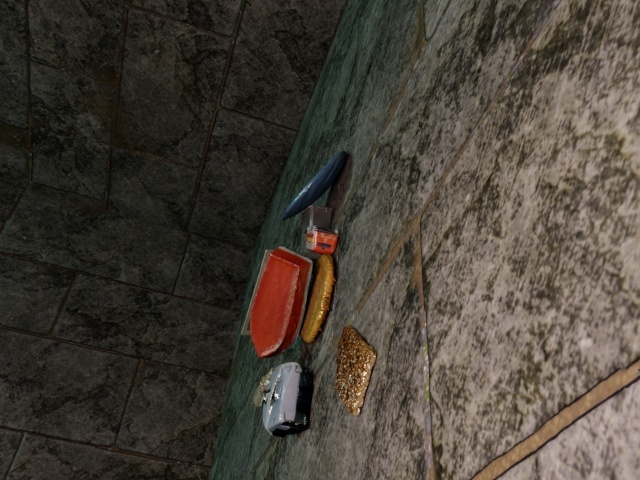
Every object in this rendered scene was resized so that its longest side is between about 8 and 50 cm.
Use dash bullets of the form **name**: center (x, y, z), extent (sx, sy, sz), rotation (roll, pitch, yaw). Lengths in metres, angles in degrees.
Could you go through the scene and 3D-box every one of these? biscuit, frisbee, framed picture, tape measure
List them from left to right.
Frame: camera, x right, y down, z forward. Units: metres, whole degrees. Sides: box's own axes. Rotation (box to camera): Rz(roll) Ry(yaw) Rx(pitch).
- **framed picture**: center (-0.109, 0.155, 1.830), extent (0.017, 0.217, 0.274), rotation (35, 110, 49)
- **tape measure**: center (-0.088, 0.408, 1.613), extent (0.181, 0.107, 0.182), rotation (129, 153, -49)
- **frisbee**: center (-0.009, -0.159, 1.948), extent (0.289, 0.049, 0.289), rotation (-47, 0, 0)
- **biscuit**: center (-0.007, 0.159, 1.731), extent (0.254, 0.035, 0.253), rotation (-165, 90, -78)
- **biscuit**: center (0.060, 0.256, 1.279), extent (0.237, 0.026, 0.131), rotation (-151, 79, -78)

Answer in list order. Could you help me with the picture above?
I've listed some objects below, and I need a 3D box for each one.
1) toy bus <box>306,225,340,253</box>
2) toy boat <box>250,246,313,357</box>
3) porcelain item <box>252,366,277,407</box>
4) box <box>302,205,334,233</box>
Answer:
- **toy bus**: center (0.000, 0.000, 1.819), extent (0.174, 0.079, 0.077), rotation (-178, 97, -80)
- **toy boat**: center (-0.104, 0.185, 1.756), extent (0.133, 0.145, 0.331), rotation (-15, -56, -61)
- **porcelain item**: center (-0.174, 0.480, 2.087), extent (0.213, 0.054, 0.084), rotation (119, 161, -48)
- **box**: center (-0.009, -0.060, 1.947), extent (0.122, 0.084, 0.069), rotation (139, 135, -72)
